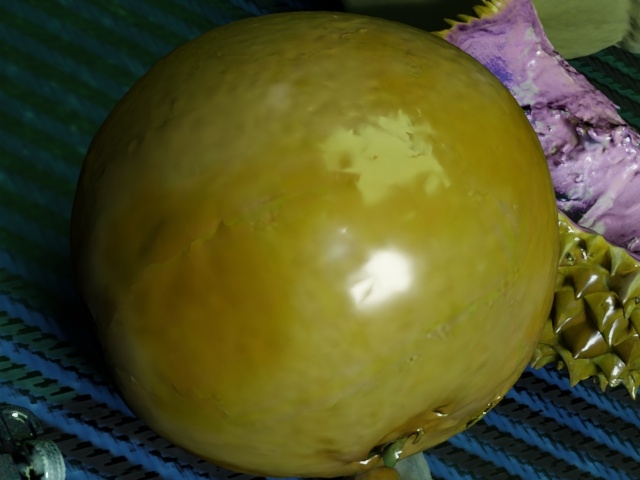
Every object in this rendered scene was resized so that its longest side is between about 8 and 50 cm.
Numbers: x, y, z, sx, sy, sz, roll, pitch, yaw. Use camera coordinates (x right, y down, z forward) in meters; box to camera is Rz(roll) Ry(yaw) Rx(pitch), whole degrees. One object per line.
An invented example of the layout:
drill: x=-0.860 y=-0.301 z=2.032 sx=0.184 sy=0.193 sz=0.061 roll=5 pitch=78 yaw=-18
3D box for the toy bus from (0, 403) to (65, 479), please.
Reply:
toy bus: x=-0.145 y=0.174 z=0.853 sx=0.087 sy=0.089 sz=0.194 roll=-6 pitch=56 yaw=-40

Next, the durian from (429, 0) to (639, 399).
durian: x=0.139 y=-0.006 z=1.156 sx=0.154 sy=0.186 sz=0.260 roll=-26 pitch=54 yaw=-34

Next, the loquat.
loquat: x=0.000 y=0.000 z=0.988 sx=0.263 sy=0.263 sz=0.263 roll=19 pitch=43 yaw=-19

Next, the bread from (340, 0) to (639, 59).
bread: x=0.140 y=-0.262 z=1.288 sx=0.320 sy=0.320 sz=0.237 roll=15 pitch=55 yaw=-24

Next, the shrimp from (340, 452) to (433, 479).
shrimp: x=0.090 y=0.179 z=1.047 sx=0.166 sy=0.049 sz=0.161 roll=8 pitch=50 yaw=-31
